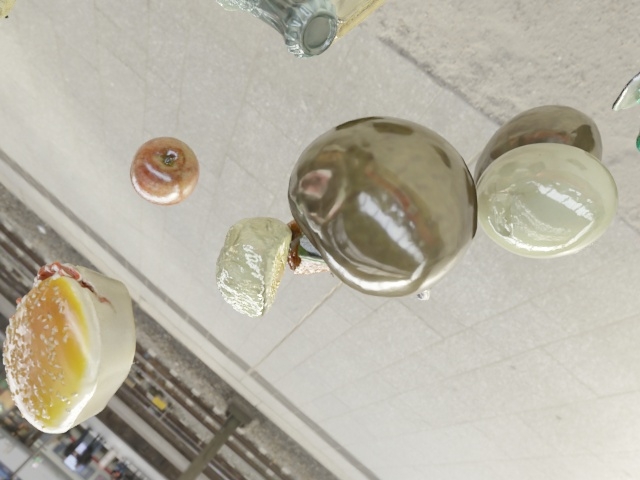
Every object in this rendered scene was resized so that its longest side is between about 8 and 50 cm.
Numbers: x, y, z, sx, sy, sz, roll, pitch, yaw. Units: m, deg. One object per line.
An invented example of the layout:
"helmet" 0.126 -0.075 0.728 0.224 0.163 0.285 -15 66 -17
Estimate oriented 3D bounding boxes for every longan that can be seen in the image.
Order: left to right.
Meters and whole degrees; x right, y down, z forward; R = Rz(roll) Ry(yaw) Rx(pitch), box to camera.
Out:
"longan" 0.074 -0.045 0.694 0.246 0.246 0.215 16 102 38
"longan" 0.554 -0.193 1.445 0.288 0.288 0.350 43 143 -2

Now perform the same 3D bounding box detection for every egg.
"egg" 0.414 -0.074 1.052 0.219 0.219 0.269 52 163 -18

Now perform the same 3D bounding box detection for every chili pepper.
"chili pepper" 0.290 0.132 1.579 0.050 0.041 0.153 32 158 24

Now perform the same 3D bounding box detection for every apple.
"apple" -0.425 -0.191 1.534 0.188 0.188 0.174 44 154 -4

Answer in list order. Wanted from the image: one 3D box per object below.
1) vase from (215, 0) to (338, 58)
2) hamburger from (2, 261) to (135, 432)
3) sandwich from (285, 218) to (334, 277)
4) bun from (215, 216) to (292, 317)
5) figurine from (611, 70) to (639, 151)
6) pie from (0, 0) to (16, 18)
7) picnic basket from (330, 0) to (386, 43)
"vase" -0.046 -0.248 0.583 0.149 0.081 0.081 47 155 29
"hamburger" -0.413 0.176 0.899 0.295 0.151 0.227 -49 55 27
"sandwich" 0.000 0.000 1.326 0.250 0.162 0.301 51 134 -3
"bun" -0.161 0.054 1.286 0.153 0.244 0.244 12 146 3
"figurine" 0.820 -0.237 1.194 0.340 0.231 0.323 52 -163 22
"pie" -0.584 -0.363 0.824 0.274 0.274 0.055 30 148 20
"picnic basket" -0.014 -0.595 1.234 0.313 0.228 0.175 48 158 -6
